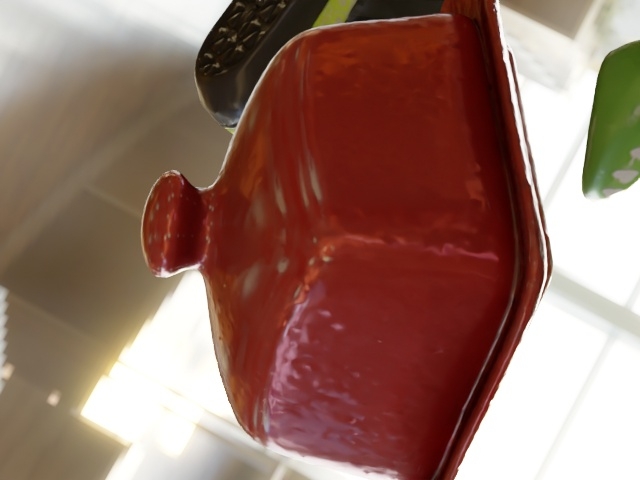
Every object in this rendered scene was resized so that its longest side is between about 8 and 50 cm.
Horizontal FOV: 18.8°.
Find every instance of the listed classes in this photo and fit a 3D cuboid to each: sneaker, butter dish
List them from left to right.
[{"bbox_3d":[0.000,0.000,0.636,0.160,0.118,0.160,108,-18,-46],"label":"butter dish"},{"bbox_3d":[0.038,-0.123,0.885,0.235,0.097,0.084,-51,-154,-3],"label":"sneaker"}]

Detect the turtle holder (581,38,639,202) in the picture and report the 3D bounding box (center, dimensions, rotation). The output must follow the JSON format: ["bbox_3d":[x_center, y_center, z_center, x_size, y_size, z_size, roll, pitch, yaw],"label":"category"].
[{"bbox_3d":[0.215,-0.143,0.574,0.243,0.227,0.320,-55,156,-74],"label":"turtle holder"}]
